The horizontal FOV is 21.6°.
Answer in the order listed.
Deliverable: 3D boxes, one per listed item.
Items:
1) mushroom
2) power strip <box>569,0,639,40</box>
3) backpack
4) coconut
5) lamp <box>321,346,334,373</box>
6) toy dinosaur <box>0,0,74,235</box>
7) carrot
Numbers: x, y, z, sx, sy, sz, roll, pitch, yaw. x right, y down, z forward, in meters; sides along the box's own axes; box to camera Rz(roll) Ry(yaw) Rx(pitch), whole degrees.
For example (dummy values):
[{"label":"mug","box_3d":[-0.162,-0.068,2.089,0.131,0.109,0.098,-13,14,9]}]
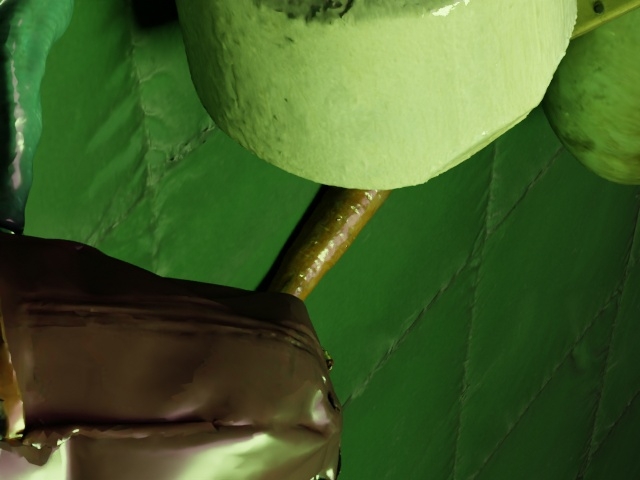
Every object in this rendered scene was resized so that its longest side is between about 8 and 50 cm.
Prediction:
[{"label":"mushroom","box_3d":[0.349,-0.207,1.593,0.352,0.260,0.352,-49,156,-30]},{"label":"power strip","box_3d":[0.261,-0.228,1.415,0.305,0.064,0.044,-24,177,42]},{"label":"backpack","box_3d":[-0.143,0.114,0.779,0.317,0.197,0.283,2,143,-26]},{"label":"coconut","box_3d":[0.031,-0.154,0.976,0.237,0.237,0.266,-50,152,-29]},{"label":"lamp","box_3d":[-0.025,0.132,1.448,0.083,0.031,0.063,-26,137,-50]},{"label":"toy dinosaur","box_3d":[-0.148,-0.184,0.762,0.331,0.129,0.383,-69,160,-10]},{"label":"carrot","box_3d":[0.000,0.000,1.344,0.191,0.047,0.047,-52,156,-16]}]
